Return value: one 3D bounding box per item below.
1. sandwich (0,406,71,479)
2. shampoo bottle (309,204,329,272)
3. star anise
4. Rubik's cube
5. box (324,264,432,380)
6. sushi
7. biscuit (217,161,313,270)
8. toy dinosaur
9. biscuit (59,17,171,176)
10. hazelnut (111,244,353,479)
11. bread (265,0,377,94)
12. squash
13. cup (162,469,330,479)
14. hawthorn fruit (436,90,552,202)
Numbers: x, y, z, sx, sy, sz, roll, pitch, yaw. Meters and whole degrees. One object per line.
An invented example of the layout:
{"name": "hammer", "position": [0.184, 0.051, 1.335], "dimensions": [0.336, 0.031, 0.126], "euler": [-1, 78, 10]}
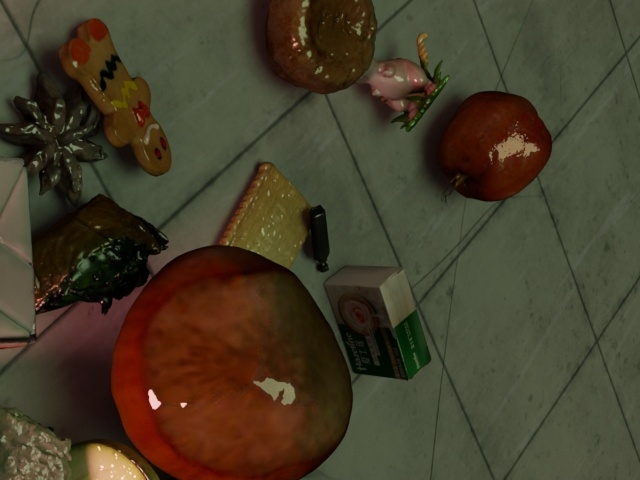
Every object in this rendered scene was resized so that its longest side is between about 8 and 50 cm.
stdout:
{"name": "sandwich", "position": [-0.467, 0.340, 1.562], "dimensions": [0.325, 0.131, 0.262], "euler": [-45, 121, -38]}
{"name": "shampoo bottle", "position": [0.000, 0.000, 2.109], "dimensions": [0.048, 0.027, 0.137], "euler": [-64, 156, -44]}
{"name": "star anise", "position": [-0.372, -0.135, 1.700], "dimensions": [0.182, 0.065, 0.195], "euler": [-37, 120, -41]}
{"name": "Rubik's cube", "position": [-0.494, 0.025, 1.436], "dimensions": [0.221, 0.225, 0.231], "euler": [3, 81, -50]}
{"name": "box", "position": [0.104, 0.146, 2.178], "dimensions": [0.081, 0.135, 0.199], "euler": [-34, 115, -41]}
{"name": "sushi", "position": [-0.330, 0.034, 1.683], "dimensions": [0.287, 0.149, 0.140], "euler": [-41, 108, -40]}
{"name": "biscuit", "position": [-0.101, 0.007, 2.026], "dimensions": [0.160, 0.030, 0.249], "euler": [46, 59, -38]}
{"name": "toy dinosaur", "position": [0.123, -0.289, 2.224], "dimensions": [0.177, 0.152, 0.194], "euler": [39, 44, 3]}
{"name": "biscuit", "position": [-0.283, -0.203, 1.766], "dimensions": [0.250, 0.036, 0.165], "euler": [60, 24, -26]}
{"name": "hazelnut", "position": [-0.135, 0.186, 1.700], "dimensions": [0.366, 0.366, 0.365], "euler": [-2, 93, -48]}
{"name": "bread", "position": [-0.007, -0.358, 2.052], "dimensions": [0.230, 0.123, 0.230], "euler": [-7, 99, -48]}
{"name": "squash", "position": [-0.303, 0.382, 1.678], "dimensions": [0.041, 0.219, 0.219], "euler": [-11, 100, -68]}
{"name": "cup", "position": [-0.148, 0.466, 1.834], "dimensions": [0.371, 0.253, 0.253], "euler": [-6, 95, -51]}
{"name": "hawthorn fruit", "position": [0.318, -0.167, 2.364], "dimensions": [0.299, 0.211, 0.211], "euler": [-41, 120, -27]}
